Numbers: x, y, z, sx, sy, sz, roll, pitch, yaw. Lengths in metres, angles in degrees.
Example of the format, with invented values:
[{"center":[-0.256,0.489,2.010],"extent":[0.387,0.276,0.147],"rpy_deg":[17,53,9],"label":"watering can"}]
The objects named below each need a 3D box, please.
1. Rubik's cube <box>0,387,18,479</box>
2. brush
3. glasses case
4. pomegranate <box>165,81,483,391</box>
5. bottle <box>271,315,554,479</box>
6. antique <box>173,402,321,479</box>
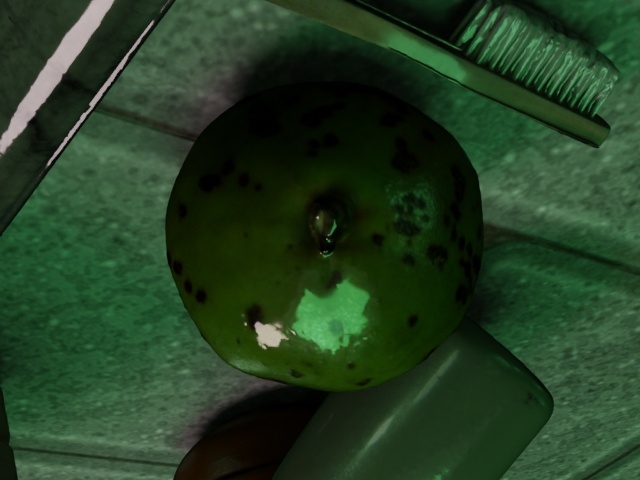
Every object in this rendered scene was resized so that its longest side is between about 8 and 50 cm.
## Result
[{"center":[-0.445,0.260,0.621],"extent":[0.322,0.318,0.316],"rpy_deg":[-43,132,8],"label":"Rubik's cube"},{"center":[0.067,-0.139,0.516],"extent":[0.328,0.070,0.065],"rpy_deg":[16,116,-26],"label":"brush"},{"center":[-0.200,-0.089,0.491],"extent":[0.114,0.060,0.299],"rpy_deg":[48,122,-2],"label":"glasses case"},{"center":[0.000,0.000,0.577],"extent":[0.211,0.210,0.263],"rpy_deg":[-5,174,-7],"label":"pomegranate"},{"center":[0.045,0.222,0.747],"extent":[0.347,0.168,0.168],"rpy_deg":[-50,134,-3],"label":"bottle"},{"center":[-0.026,0.271,0.929],"extent":[0.278,0.129,0.223],"rpy_deg":[-2,140,-10],"label":"antique"}]
